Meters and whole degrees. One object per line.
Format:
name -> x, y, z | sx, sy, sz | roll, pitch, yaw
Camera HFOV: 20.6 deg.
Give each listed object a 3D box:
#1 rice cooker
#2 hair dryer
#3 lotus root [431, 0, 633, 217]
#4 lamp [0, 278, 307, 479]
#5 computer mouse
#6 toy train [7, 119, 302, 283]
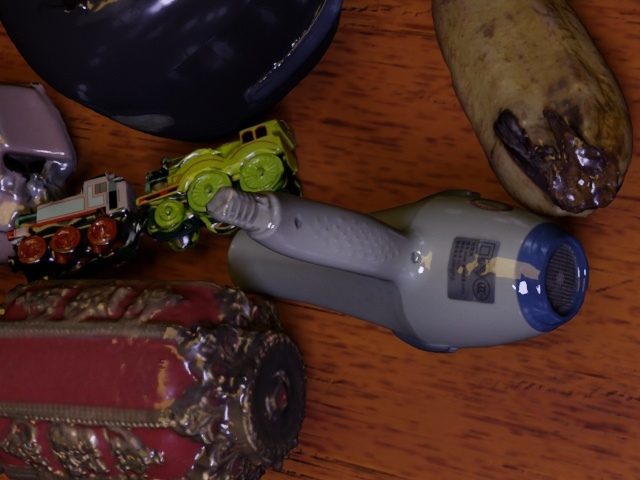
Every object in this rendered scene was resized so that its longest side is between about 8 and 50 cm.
rice cooker -> -0.124, -0.218, 1.398 | 0.267, 0.224, 0.267 | -9, 69, 25
hair dryer -> -0.002, 0.006, 1.261 | 0.296, 0.298, 0.119 | -6, 73, 60
lotus root -> 0.156, -0.116, 1.293 | 0.110, 0.097, 0.258 | -27, 56, 11
lamp -> -0.146, 0.111, 1.348 | 0.274, 0.177, 0.177 | 0, 75, 31
computer mouse -> -0.345, -0.070, 1.544 | 0.389, 0.115, 0.199 | 9, 92, 14
toy train -> -0.136, -0.025, 1.420 | 0.250, 0.053, 0.085 | -18, 57, 11
